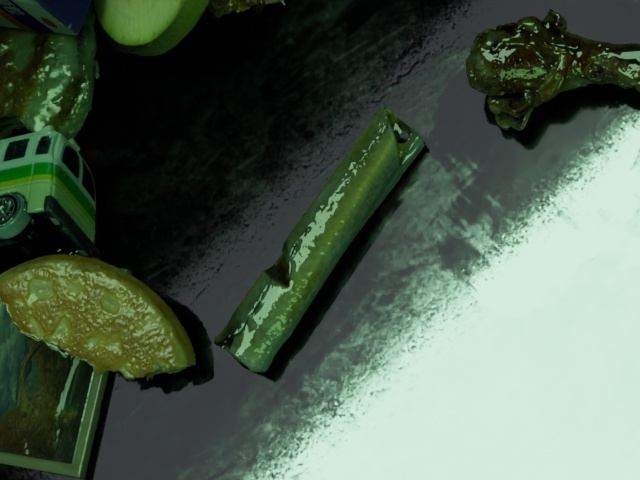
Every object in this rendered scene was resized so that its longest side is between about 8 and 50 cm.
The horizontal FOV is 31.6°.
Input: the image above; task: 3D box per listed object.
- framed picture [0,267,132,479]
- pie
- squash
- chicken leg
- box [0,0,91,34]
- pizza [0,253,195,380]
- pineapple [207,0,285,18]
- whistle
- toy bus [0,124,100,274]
[{"bbox_3d":[-0.330,0.145,1.341,0.184,0.016,0.250,6,74,21],"label":"framed picture"},{"bbox_3d":[-0.410,-0.224,1.463,0.302,0.067,0.302,-8,70,22],"label":"pie"},{"bbox_3d":[-0.198,-0.348,1.382,0.252,0.049,0.252,-9,77,46],"label":"squash"},{"bbox_3d":[0.256,-0.190,1.212,0.196,0.080,0.125,-12,79,8],"label":"chicken leg"},{"bbox_3d":[-0.449,-0.349,1.369,0.299,0.200,0.106,13,80,25],"label":"box"},{"bbox_3d":[-0.253,0.084,1.281,0.246,0.058,0.127,11,92,9],"label":"pizza"},{"bbox_3d":[-0.101,-0.380,1.401,0.225,0.076,0.225,-7,68,18],"label":"pineapple"},{"bbox_3d":[0.000,0.000,1.247,0.068,0.057,0.326,37,87,-18],"label":"whistle"},{"bbox_3d":[-0.410,-0.031,1.355,0.276,0.133,0.164,-10,55,13],"label":"toy bus"}]
